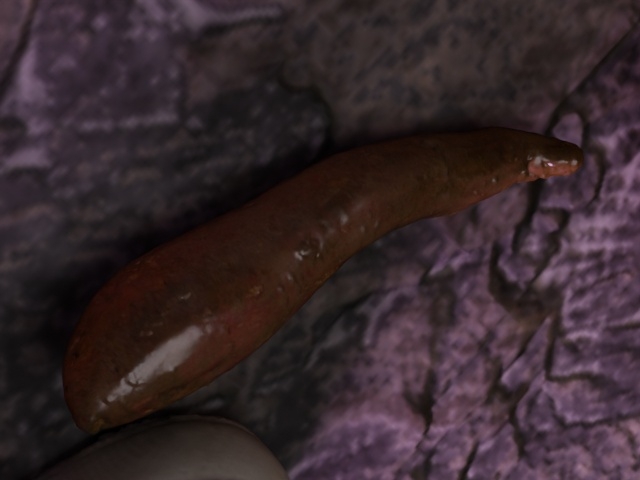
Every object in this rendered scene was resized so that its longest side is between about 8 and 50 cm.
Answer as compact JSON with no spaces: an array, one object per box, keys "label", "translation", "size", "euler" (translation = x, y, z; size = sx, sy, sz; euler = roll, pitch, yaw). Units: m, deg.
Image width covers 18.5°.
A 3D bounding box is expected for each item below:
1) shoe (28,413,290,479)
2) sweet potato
[{"label":"shoe","translation":[-0.117,0.174,0.630],"size":[0.316,0.159,0.124],"euler":[-26,129,-21]},{"label":"sweet potato","translation":[0.000,-0.001,0.677],"size":[0.214,0.050,0.050],"euler":[-30,129,-23]}]
